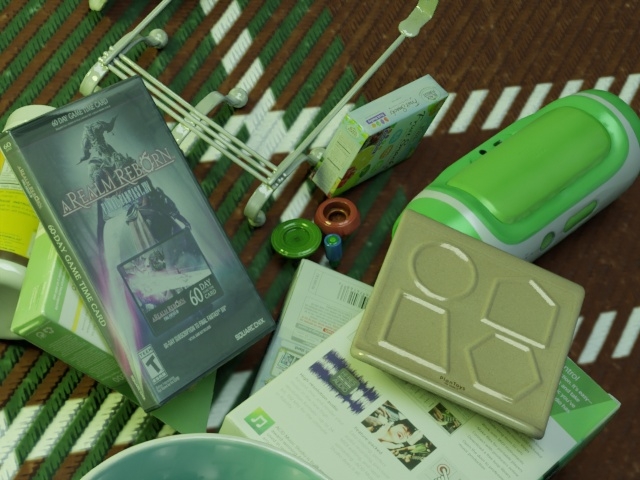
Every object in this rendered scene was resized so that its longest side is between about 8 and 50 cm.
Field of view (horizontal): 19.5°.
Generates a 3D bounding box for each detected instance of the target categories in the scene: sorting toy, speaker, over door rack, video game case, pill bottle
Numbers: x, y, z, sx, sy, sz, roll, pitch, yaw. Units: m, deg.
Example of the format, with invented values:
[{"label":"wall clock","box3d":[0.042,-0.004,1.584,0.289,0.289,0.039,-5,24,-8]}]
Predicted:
[{"label":"sorting toy","box3d":[0.000,0.000,1.895,0.102,0.042,0.061,-30,54,-20]},{"label":"speaker","box3d":[0.211,-0.048,1.942,0.296,0.131,0.131,-34,72,-34]},{"label":"sorting toy","box3d":[0.139,0.079,1.741,0.193,0.038,0.208,24,46,-1]},{"label":"over door rack","box3d":[-0.058,-0.198,1.948,0.239,0.108,0.324,36,74,8]},{"label":"video game case","box3d":[-0.162,-0.003,1.687,0.196,0.026,0.274,-32,96,-53]},{"label":"pill bottle","box3d":[-0.281,-0.022,1.760,0.117,0.117,0.215,16,52,-8]},{"label":"video game case","box3d":[0.066,0.172,1.778,0.269,0.061,0.244,22,51,-2]}]

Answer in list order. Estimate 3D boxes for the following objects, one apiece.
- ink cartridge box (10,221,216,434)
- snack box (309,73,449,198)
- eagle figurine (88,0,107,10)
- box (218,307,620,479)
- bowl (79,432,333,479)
[{"label":"ink cartridge box","box3d":[-0.164,0.062,1.713,0.235,0.056,0.171,35,46,-31]},{"label":"snack box","box3d":[0.062,-0.108,1.933,0.037,0.100,0.141,46,44,14]},{"label":"eagle figurine","box3d":[-0.179,-0.409,1.998,0.298,0.225,0.226,-20,54,-21]},{"label":"box","box3d":[0.095,0.169,1.716,0.232,0.058,0.322,44,55,15]},{"label":"bowl","box3d":[-0.099,0.333,1.545,0.311,0.163,0.312,9,54,-13]}]
